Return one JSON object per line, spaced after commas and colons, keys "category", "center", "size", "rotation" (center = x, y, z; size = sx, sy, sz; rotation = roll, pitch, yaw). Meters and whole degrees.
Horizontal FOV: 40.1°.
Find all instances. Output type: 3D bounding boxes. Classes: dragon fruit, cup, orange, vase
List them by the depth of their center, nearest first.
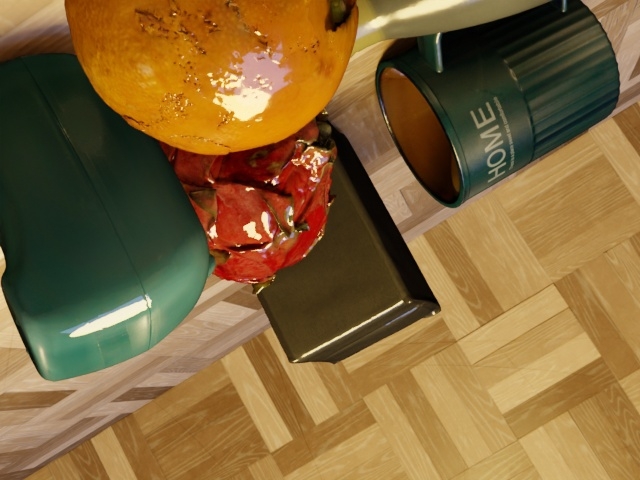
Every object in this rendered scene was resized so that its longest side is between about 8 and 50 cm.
{"category": "orange", "center": [-0.082, -0.188, 0.694], "size": [0.240, 0.240, 0.240], "rotation": [-29, 167, -7]}
{"category": "vase", "center": [0.107, -0.280, 0.948], "size": [0.321, 0.173, 0.173], "rotation": [-27, 167, 5]}
{"category": "dragon fruit", "center": [-0.098, -0.064, 1.102], "size": [0.299, 0.244, 0.244], "rotation": [-30, 170, 41]}
{"category": "cup", "center": [0.255, -0.247, 1.312], "size": [0.292, 0.308, 0.242], "rotation": [-27, -162, -10]}

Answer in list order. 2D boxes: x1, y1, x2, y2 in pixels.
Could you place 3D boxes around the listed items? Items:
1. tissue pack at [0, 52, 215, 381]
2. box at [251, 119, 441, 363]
{"category": "tissue pack", "center": [-0.228, -0.031, 0.837], "size": [0.206, 0.287, 0.198], "rotation": [-27, 163, -21]}
{"category": "box", "center": [0.001, -0.001, 1.351], "size": [0.204, 0.345, 0.251], "rotation": [-30, 166, 10]}
